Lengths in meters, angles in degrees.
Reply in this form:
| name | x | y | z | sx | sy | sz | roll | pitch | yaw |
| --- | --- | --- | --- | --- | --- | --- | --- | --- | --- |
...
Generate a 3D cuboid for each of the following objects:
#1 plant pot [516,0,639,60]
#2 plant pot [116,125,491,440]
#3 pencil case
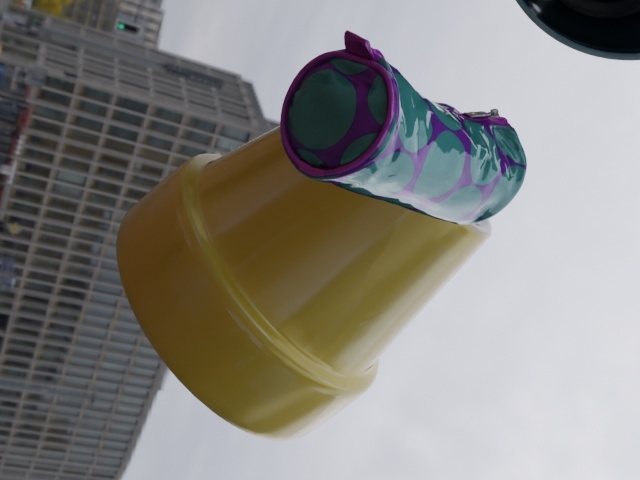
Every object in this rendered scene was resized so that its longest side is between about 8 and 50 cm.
| name | x | y | z | sx | sy | sz | roll | pitch | yaw |
| --- | --- | --- | --- | --- | --- | --- | --- | --- | --- |
| plant pot | 0.330 | -0.331 | 0.919 | 0.255 | 0.271 | 0.272 | -39 | 150 | -73 |
| plant pot | 0.000 | 0.000 | 0.719 | 0.239 | 0.254 | 0.254 | -38 | -144 | 20 |
| pencil case | 0.049 | -0.051 | 0.443 | 0.064 | 0.151 | 0.070 | 33 | -76 | 35 |
